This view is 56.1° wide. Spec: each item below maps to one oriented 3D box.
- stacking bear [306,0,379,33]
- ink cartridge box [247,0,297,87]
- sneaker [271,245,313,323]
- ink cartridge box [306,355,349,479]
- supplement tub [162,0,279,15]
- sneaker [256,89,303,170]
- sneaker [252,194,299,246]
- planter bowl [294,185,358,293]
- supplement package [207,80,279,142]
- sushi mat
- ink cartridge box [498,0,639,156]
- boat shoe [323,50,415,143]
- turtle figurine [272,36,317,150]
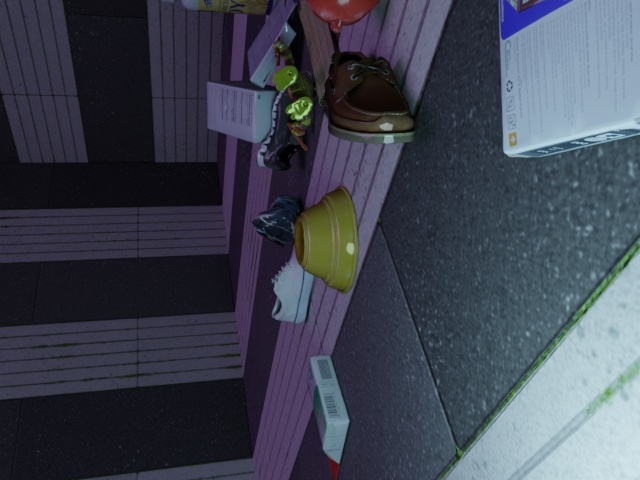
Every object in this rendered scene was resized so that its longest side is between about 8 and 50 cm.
[{"bbox_3d":[0.042,-0.450,0.858,0.289,0.164,0.175,96,164,-46],"label":"stacking bear"},{"bbox_3d":[-0.114,-0.532,1.546,0.224,0.045,0.223,-53,27,27],"label":"ink cartridge box"},{"bbox_3d":[-0.073,0.101,1.487,0.094,0.091,0.258,-118,31,-60],"label":"sneaker"},{"bbox_3d":[0.004,0.394,1.314,0.181,0.056,0.224,-110,24,-51],"label":"ink cartridge box"},{"bbox_3d":[-0.270,-0.754,1.652,0.241,0.331,0.241,178,90,-76],"label":"supplement tub"},{"bbox_3d":[-0.076,-0.277,1.494,0.106,0.078,0.234,28,103,31],"label":"sneaker"},{"bbox_3d":[-0.105,-0.067,1.537,0.122,0.110,0.283,-64,7,-8],"label":"sneaker"},{"bbox_3d":[0.000,0.000,1.196,0.217,0.090,0.217,178,90,-76],"label":"planter bowl"},{"bbox_3d":[-0.188,-0.352,1.620,0.244,0.139,0.133,25,119,47],"label":"supplement package"},{"bbox_3d":[-0.009,-0.455,1.309,0.151,0.019,0.316,111,153,-55],"label":"sushi mat"},{"bbox_3d":[0.206,-0.178,0.452,0.208,0.045,0.206,-177,85,-77],"label":"ink cartridge box"},{"bbox_3d":[0.059,-0.220,0.891,0.307,0.111,0.104,-122,32,-63],"label":"boat shoe"},{"bbox_3d":[-0.049,-0.324,1.343,0.217,0.087,0.269,-91,-9,-73],"label":"turtle figurine"}]
